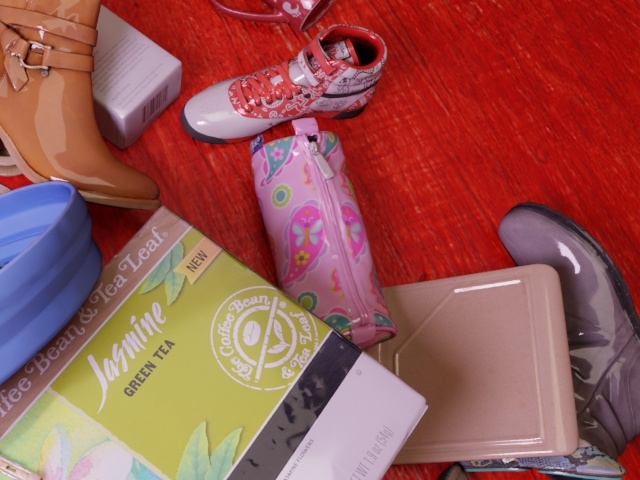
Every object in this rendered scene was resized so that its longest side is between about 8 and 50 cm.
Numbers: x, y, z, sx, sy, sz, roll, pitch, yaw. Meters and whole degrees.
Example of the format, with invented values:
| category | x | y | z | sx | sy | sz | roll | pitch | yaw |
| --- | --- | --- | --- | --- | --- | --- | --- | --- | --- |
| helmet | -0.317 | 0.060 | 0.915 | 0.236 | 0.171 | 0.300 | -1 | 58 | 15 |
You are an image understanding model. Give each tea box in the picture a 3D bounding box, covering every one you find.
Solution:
| category | x | y | z | sx | sy | sz | roll | pitch | yaw |
| --- | --- | --- | --- | --- | --- | --- | --- | --- | --- |
| tea box | -0.135 | 0.210 | 0.760 | 0.324 | 0.220 | 0.329 | 35 | 62 | 3 |

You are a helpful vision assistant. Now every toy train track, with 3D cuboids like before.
| category | x | y | z | sx | sy | sz | roll | pitch | yaw |
| --- | --- | --- | --- | --- | --- | --- | --- | --- | --- |
| toy train track | -0.257 | 0.169 | 0.616 | 0.083 | 0.014 | 0.048 | 28 | 63 | -1 |

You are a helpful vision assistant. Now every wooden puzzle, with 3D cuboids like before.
| category | x | y | z | sx | sy | sz | roll | pitch | yaw |
| --- | --- | --- | --- | --- | --- | --- | --- | --- | --- |
| wooden puzzle | 0.169 | 0.147 | 0.930 | 0.239 | 0.044 | 0.220 | -8 | 64 | 20 |

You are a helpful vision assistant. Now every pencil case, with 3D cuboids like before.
| category | x | y | z | sx | sy | sz | roll | pitch | yaw |
| --- | --- | --- | --- | --- | --- | --- | --- | --- | --- |
| pencil case | 0.000 | 0.000 | 0.953 | 0.124 | 0.124 | 0.284 | -7 | 70 | -19 |

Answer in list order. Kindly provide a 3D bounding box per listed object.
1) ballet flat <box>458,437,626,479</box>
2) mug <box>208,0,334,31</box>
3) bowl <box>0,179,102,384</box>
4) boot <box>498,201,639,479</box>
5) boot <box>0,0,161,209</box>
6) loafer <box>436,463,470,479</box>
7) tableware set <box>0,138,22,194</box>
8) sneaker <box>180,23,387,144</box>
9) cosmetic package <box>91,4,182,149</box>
| category | x | y | z | sx | sy | sz | roll | pitch | yaw |
| --- | --- | --- | --- | --- | --- | --- | --- | --- | --- |
| ballet flat | 0.245 | 0.235 | 0.897 | 0.189 | 0.070 | 0.070 | -5 | 61 | 26 |
| mug | -0.071 | -0.373 | 1.125 | 0.169 | 0.150 | 0.113 | 42 | 26 | 0 |
| bowl | -0.368 | 0.079 | 0.684 | 0.391 | 0.391 | 0.077 | -38 | 115 | -27 |
| boot | 0.290 | 0.126 | 0.990 | 0.223 | 0.118 | 0.338 | -32 | 74 | -20 |
| boot | -0.282 | -0.167 | 0.890 | 0.284 | 0.109 | 0.220 | 22 | 91 | 4 |
| loafer | 0.133 | 0.320 | 0.883 | 0.050 | 0.056 | 0.148 | 34 | 62 | 7 |
| tableware set | -0.422 | -0.147 | 0.939 | 0.194 | 0.039 | 0.128 | 26 | 62 | -3 |
| sneaker | -0.044 | -0.208 | 1.018 | 0.270 | 0.145 | 0.090 | -12 | 71 | -21 |
| cosmetic package | -0.301 | -0.232 | 0.990 | 0.231 | 0.085 | 0.117 | 36 | 62 | 4 |
